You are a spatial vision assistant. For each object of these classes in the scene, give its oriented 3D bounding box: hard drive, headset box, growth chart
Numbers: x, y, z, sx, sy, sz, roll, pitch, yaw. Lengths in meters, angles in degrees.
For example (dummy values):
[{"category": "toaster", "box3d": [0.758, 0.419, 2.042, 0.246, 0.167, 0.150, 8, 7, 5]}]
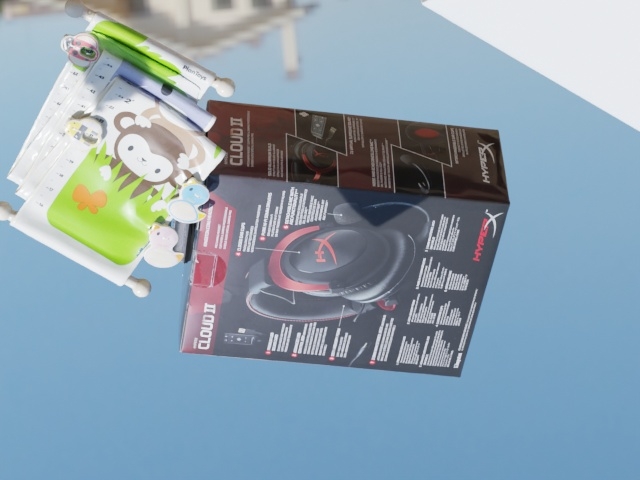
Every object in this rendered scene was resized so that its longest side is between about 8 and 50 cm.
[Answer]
[{"category": "hard drive", "box3d": [0.260, -0.173, 1.436, 0.308, 0.040, 0.203, 27, 139, -23]}, {"category": "headset box", "box3d": [0.000, 0.000, 1.663, 0.293, 0.218, 0.110, 5, -139, -6]}, {"category": "growth chart", "box3d": [-0.164, -0.069, 1.530, 0.172, 0.237, 0.021, 23, -149, -9]}]
